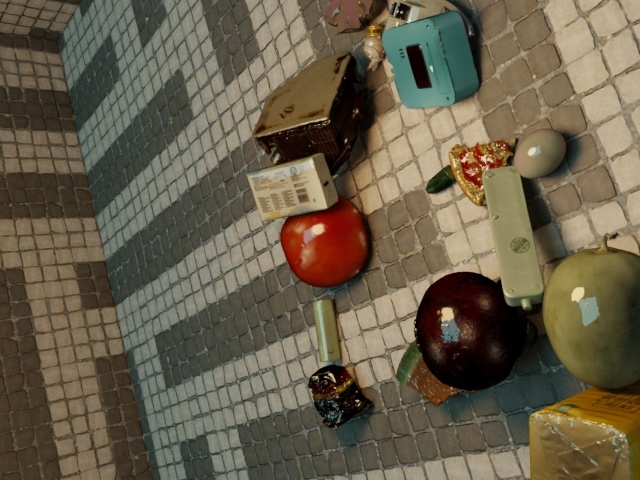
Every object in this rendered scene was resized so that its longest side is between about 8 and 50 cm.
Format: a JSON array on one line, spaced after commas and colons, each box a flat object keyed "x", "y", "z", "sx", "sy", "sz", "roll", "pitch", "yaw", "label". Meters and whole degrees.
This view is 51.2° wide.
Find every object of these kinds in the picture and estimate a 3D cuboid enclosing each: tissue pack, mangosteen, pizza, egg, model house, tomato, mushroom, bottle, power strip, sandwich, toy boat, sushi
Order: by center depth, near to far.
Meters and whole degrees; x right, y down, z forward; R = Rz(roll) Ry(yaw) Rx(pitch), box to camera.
[{"x": 0.603, "y": 0.459, "z": 1.346, "sx": 0.228, "sy": 0.382, "sz": 0.293, "roll": 1, "pitch": 93, "yaw": 46, "label": "tissue pack"}, {"x": 0.453, "y": -0.008, "z": 1.572, "sx": 0.091, "sy": 0.062, "sz": 0.385, "roll": -9, "pitch": 57, "yaw": 12, "label": "power strip"}, {"x": 0.520, "y": -0.205, "z": 1.584, "sx": 0.135, "sy": 0.103, "sz": 0.103, "roll": -53, "pitch": 56, "yaw": 39, "label": "egg"}, {"x": 0.373, "y": 0.221, "z": 1.614, "sx": 0.294, "sy": 0.297, "sz": 0.296, "roll": 12, "pitch": 104, "yaw": 13, "label": "mangosteen"}, {"x": 0.422, "y": -0.202, "z": 1.726, "sx": 0.199, "sy": 0.062, "sz": 0.188, "roll": -45, "pitch": 63, "yaw": 38, "label": "pizza"}, {"x": 0.299, "y": -0.597, "z": 1.805, "sx": 0.295, "sy": 0.088, "sz": 0.129, "roll": 36, "pitch": 119, "yaw": 40, "label": "toy boat"}, {"x": 0.324, "y": 0.343, "z": 1.841, "sx": 0.292, "sy": 0.109, "sz": 0.212, "roll": -38, "pitch": 65, "yaw": 42, "label": "sandwich"}, {"x": 0.113, "y": -0.692, "z": 1.981, "sx": 0.188, "sy": 0.117, "sz": 0.141, "roll": 4, "pitch": 106, "yaw": 49, "label": "mushroom"}, {"x": -0.072, "y": -0.164, "z": 1.983, "sx": 0.230, "sy": 0.145, "sz": 0.159, "roll": -11, "pitch": 105, "yaw": 28, "label": "tissue pack"}, {"x": -0.001, "y": -0.358, "z": 2.023, "sx": 0.297, "sy": 0.282, "sz": 0.316, "roll": 6, "pitch": 66, "yaw": 31, "label": "model house"}, {"x": 0.000, "y": 0.000, "z": 2.084, "sx": 0.299, "sy": 0.226, "sz": 0.298, "roll": 11, "pitch": 104, "yaw": 49, "label": "tomato"}, {"x": 0.042, "y": 0.480, "z": 2.133, "sx": 0.172, "sy": 0.153, "sz": 0.150, "roll": 4, "pitch": 118, "yaw": 67, "label": "sushi"}, {"x": 0.020, "y": 0.295, "z": 2.199, "sx": 0.072, "sy": 0.072, "sz": 0.201, "roll": -12, "pitch": 85, "yaw": 48, "label": "bottle"}, {"x": -0.122, "y": -0.047, "z": 2.362, "sx": 0.108, "sy": 0.023, "sz": 0.056, "roll": 27, "pitch": 113, "yaw": 44, "label": "tissue pack"}]

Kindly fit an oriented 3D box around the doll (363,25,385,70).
[{"x": 0.170, "y": -0.566, "z": 1.971, "sx": 0.084, "sy": 0.073, "sz": 0.127, "roll": 1, "pitch": 92, "yaw": 16, "label": "doll"}]

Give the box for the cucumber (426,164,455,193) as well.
[{"x": 0.331, "y": -0.163, "z": 1.841, "sx": 0.105, "sy": 0.048, "sz": 0.048, "roll": -41, "pitch": 64, "yaw": 47, "label": "cucumber"}]

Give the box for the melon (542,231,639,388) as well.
[{"x": 0.600, "y": 0.155, "z": 1.411, "sx": 0.272, "sy": 0.272, "sz": 0.307, "roll": 9, "pitch": 83, "yaw": 47, "label": "melon"}]

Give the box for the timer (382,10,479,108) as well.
[{"x": 0.287, "y": -0.480, "z": 1.799, "sx": 0.250, "sy": 0.091, "sz": 0.231, "roll": 12, "pitch": 127, "yaw": 57, "label": "timer"}]
